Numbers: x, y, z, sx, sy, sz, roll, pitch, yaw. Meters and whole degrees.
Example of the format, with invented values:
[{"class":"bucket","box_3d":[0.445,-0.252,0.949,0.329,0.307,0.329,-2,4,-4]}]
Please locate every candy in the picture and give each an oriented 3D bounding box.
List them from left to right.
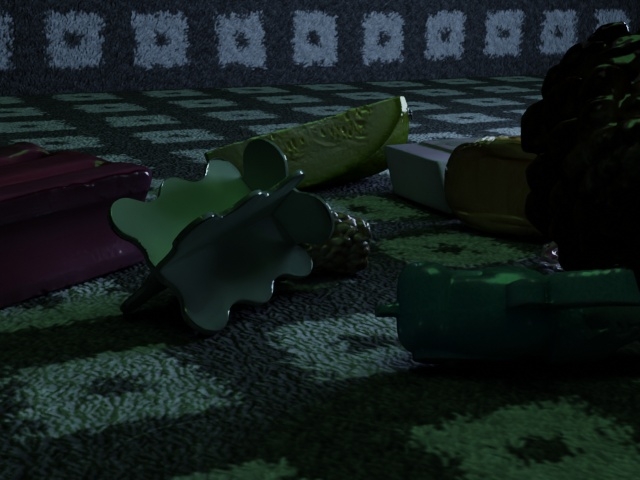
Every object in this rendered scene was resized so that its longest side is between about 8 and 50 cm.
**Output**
[{"class":"candy","box_3d":[0.000,0.000,1.151,0.110,0.085,0.095,4,5,-29]}]

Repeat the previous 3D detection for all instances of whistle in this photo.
[{"class":"whistle","box_3d":[0.185,0.068,0.888,0.274,0.093,0.186,3,-12,-3]}]

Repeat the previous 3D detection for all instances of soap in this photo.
[{"class":"soap","box_3d":[-0.389,-0.016,1.099,0.233,0.128,0.360,12,19,33]}]

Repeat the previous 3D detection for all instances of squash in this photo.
[{"class":"squash","box_3d":[-0.008,-0.141,1.610,0.289,0.111,0.203,-8,-15,-43]}]

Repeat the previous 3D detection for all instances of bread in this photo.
[{"class":"bread","box_3d":[0.268,-0.076,1.354,0.191,0.132,0.114,10,15,22]}]

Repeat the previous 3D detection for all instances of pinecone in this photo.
[{"class":"pinecone","box_3d":[0.354,-0.085,1.029,0.298,0.242,0.295,21,53,10]}]

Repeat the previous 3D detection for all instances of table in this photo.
[{"class":"table","box_3d":[-0.108,0.000,1.025,0.167,0.166,0.198,10,25,32]}]

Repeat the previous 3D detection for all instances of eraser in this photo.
[{"class":"eraser","box_3d":[0.321,-0.112,1.585,0.397,0.082,0.213,-6,16,-24]}]

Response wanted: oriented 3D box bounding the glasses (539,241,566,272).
[{"class":"glasses","box_3d":[0.368,0.001,1.150,0.256,0.095,0.162,-2,20,-2]}]
